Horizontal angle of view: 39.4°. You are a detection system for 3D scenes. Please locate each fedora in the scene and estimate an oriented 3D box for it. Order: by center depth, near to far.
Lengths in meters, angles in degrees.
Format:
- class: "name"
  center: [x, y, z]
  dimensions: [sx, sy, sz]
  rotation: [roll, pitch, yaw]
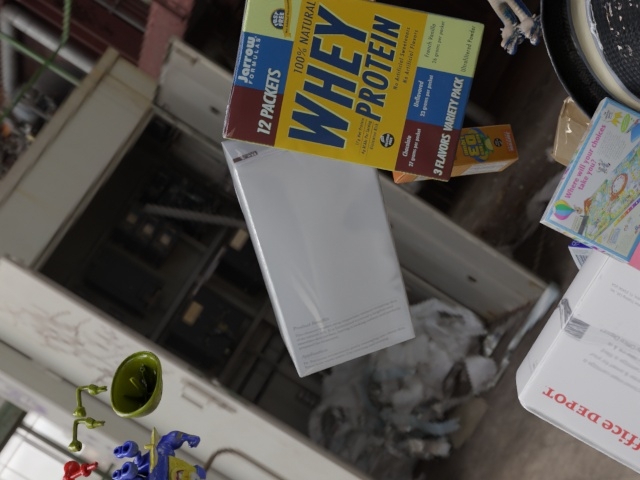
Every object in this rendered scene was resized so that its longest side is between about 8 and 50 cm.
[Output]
- class: "fedora"
  center: [0.408, -0.249, 0.962]
  dimensions: [0.334, 0.334, 0.152]
  rotation: [-57, 17, 4]

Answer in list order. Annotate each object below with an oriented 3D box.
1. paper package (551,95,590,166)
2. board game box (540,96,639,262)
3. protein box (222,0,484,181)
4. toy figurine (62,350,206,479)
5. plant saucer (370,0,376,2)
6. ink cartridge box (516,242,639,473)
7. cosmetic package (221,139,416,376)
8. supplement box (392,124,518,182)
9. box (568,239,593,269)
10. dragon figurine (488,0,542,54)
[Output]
- class: "paper package"
  center: [0.627, -0.207, 1.559]
  dimensions: [0.309, 0.325, 0.168]
  rotation: [-45, -25, -28]
- class: "board game box"
  center: [0.325, -0.066, 0.987]
  dimensions: [0.154, 0.103, 0.026]
  rotation: [-63, -4, -1]
- class: "protein box"
  center: [0.027, -0.152, 0.833]
  dimensions: [0.201, 0.200, 0.136]
  rotation: [-87, 8, -78]
- class: "toy figurine"
  center: [-0.271, 0.386, 1.443]
  dimensions: [0.191, 0.217, 0.362]
  rotation: [-31, 40, 16]
- class: "plant saucer"
  center: [0.044, -0.330, 1.305]
  dimensions: [0.013, 0.083, 0.083]
  rotation: [19, -72, -51]
- class: "ink cartridge box"
  center: [0.402, 0.119, 1.118]
  dimensions: [0.283, 0.207, 0.117]
  rotation: [-62, -4, 16]
- class: "cosmetic package"
  center: [0.000, 0.000, 1.440]
  dimensions: [0.217, 0.385, 0.156]
  rotation: [-17, 23, -8]
- class: "supplement box"
  center: [0.249, -0.164, 1.674]
  dimensions: [0.080, 0.233, 0.078]
  rotation: [138, 121, -65]
- class: "box"
  center: [0.614, 0.000, 1.867]
  dimensions: [0.137, 0.072, 0.126]
  rotation: [-43, 25, -23]
- class: "dragon figurine"
  center: [0.284, -0.437, 1.431]
  dimensions: [0.085, 0.144, 0.289]
  rotation: [-23, 60, 36]
